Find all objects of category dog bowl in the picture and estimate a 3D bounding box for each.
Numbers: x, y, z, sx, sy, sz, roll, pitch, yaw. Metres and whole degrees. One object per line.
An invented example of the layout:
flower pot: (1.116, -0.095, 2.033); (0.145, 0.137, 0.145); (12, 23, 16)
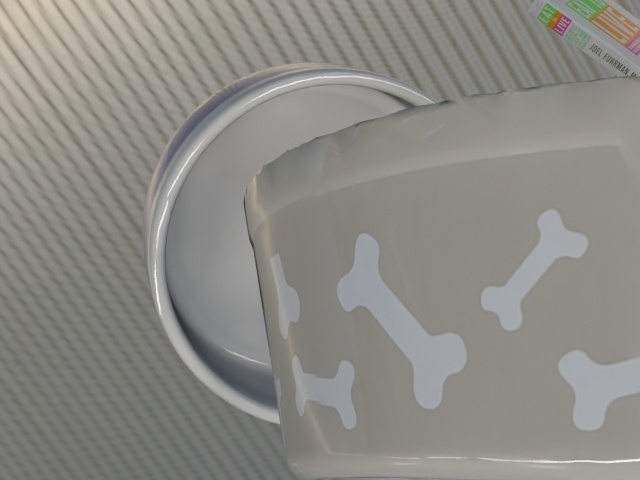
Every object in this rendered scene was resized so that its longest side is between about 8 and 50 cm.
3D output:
dog bowl: (0.000, 0.000, 0.970); (0.265, 0.104, 0.264); (-3, 103, -12)
dog bowl: (0.143, 0.044, 0.459); (0.349, 0.349, 0.102); (2, 77, 9)

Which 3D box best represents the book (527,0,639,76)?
book: (0.259, -0.178, 1.152); (0.144, 0.096, 0.035); (38, 123, 9)
